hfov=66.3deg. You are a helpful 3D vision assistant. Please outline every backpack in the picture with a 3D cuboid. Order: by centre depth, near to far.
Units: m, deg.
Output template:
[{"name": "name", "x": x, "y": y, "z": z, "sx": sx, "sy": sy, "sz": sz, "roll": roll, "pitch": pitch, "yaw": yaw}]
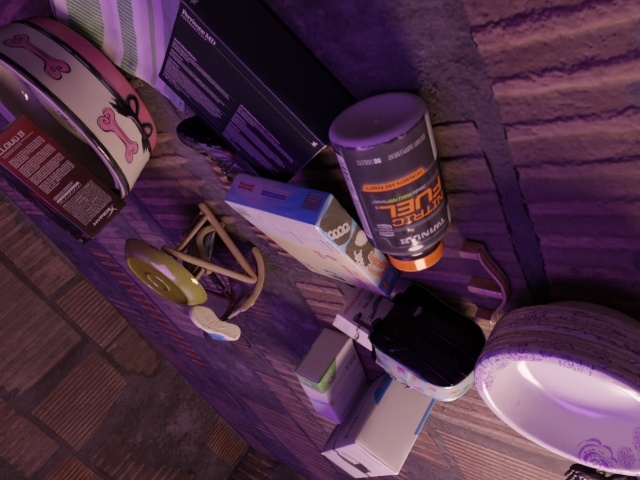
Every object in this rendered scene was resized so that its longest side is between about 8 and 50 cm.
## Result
[{"name": "backpack", "x": 0.201, "y": 0.197, "z": 0.893, "sx": 0.188, "sy": 0.166, "sz": 0.144, "roll": 26, "pitch": 149, "yaw": 36}]

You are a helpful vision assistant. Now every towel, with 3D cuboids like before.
[{"name": "towel", "x": -0.360, "y": -0.394, "z": 0.855, "sx": 0.325, "sy": 0.038, "sz": 0.248, "roll": 35, "pitch": 148, "yaw": 8}]

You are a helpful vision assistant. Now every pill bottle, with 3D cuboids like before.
[{"name": "pill bottle", "x": 0.109, "y": -0.069, "z": 0.688, "sx": 0.130, "sy": 0.130, "sz": 0.246, "roll": 12, "pitch": 141, "yaw": 38}]

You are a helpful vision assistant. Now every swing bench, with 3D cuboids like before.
[{"name": "swing bench", "x": -0.282, "y": 0.075, "z": 1.273, "sx": 0.254, "sy": 0.165, "sz": 0.253, "roll": 39, "pitch": 149, "yaw": -10}]

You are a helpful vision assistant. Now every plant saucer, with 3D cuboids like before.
[{"name": "plant saucer", "x": -0.385, "y": 0.089, "z": 1.191, "sx": 0.241, "sy": 0.037, "sz": 0.241, "roll": 25, "pitch": 149, "yaw": 16}]

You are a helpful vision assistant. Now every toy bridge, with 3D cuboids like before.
[{"name": "toy bridge", "x": 0.275, "y": 0.078, "z": 0.803, "sx": 0.063, "sy": 0.026, "sz": 0.188, "roll": 10, "pitch": 140, "yaw": 38}]

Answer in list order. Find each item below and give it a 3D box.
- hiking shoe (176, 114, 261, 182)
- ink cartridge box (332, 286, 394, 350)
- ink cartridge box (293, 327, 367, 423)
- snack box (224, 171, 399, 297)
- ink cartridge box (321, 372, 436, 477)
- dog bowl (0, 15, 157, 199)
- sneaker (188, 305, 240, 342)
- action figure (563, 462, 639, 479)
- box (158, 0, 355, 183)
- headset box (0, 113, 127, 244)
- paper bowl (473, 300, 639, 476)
[{"name": "hiking shoe", "x": -0.176, "y": -0.154, "z": 0.924, "sx": 0.227, "sy": 0.086, "sz": 0.114, "roll": 27, "pitch": 144, "yaw": 18}, {"name": "ink cartridge box", "x": 0.109, "y": 0.166, "z": 1.026, "sx": 0.135, "sy": 0.099, "sz": 0.056, "roll": 32, "pitch": 149, "yaw": 10}, {"name": "ink cartridge box", "x": 0.034, "y": 0.364, "z": 1.313, "sx": 0.093, "sy": 0.154, "sz": 0.212, "roll": 13, "pitch": 141, "yaw": 36}, {"name": "snack box", "x": 0.000, "y": 0.000, "z": 0.857, "sx": 0.187, "sy": 0.060, "sz": 0.322, "roll": 17, "pitch": 165, "yaw": 33}, {"name": "ink cartridge box", "x": 0.145, "y": 0.484, "z": 1.284, "sx": 0.129, "sy": 0.223, "sz": 0.307, "roll": 36, "pitch": 150, "yaw": 4}, {"name": "dog bowl", "x": -0.525, "y": -0.278, "z": 1.034, "sx": 0.408, "sy": 0.150, "sz": 0.408, "roll": 30, "pitch": 155, "yaw": 15}, {"name": "sneaker", "x": -0.287, "y": 0.217, "z": 1.251, "sx": 0.084, "sy": 0.058, "sz": 0.152, "roll": -19, "pitch": 139, "yaw": 41}, {"name": "action figure", "x": 0.580, "y": 0.458, "z": 0.869, "sx": 0.164, "sy": 0.141, "sz": 0.276, "roll": 48, "pitch": 152, "yaw": 7}, {"name": "box", "x": -0.098, "y": -0.223, "z": 0.733, "sx": 0.261, "sy": 0.103, "sz": 0.184, "roll": 44, "pitch": 153, "yaw": -10}, {"name": "headset box", "x": -0.592, "y": -0.130, "z": 1.075, "sx": 0.293, "sy": 0.110, "sz": 0.218, "roll": 46, "pitch": 156, "yaw": -20}, {"name": "paper bowl", "x": 0.388, "y": 0.202, "z": 0.725, "sx": 0.284, "sy": 0.148, "sz": 0.284, "roll": 27, "pitch": 147, "yaw": 20}]
